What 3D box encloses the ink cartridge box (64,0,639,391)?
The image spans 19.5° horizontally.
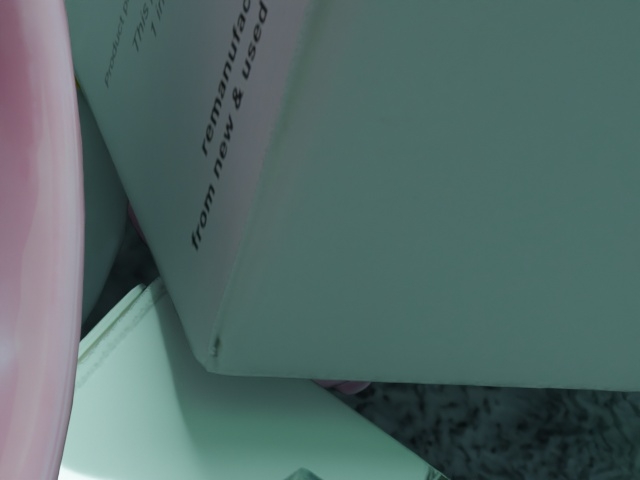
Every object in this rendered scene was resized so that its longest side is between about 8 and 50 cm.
[{"bbox_3d":[0.057,-0.133,0.601,0.285,0.166,0.395,4,33,-25],"label":"ink cartridge box"}]

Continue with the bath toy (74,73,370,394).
[{"bbox_3d":[0.000,0.000,0.643,0.348,0.151,0.129,-4,92,-32],"label":"bath toy"}]

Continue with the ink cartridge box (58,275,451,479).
[{"bbox_3d":[-0.003,0.135,0.491,0.218,0.158,0.092,37,43,4],"label":"ink cartridge box"}]

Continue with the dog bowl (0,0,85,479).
[{"bbox_3d":[-0.189,-0.025,0.293,0.408,0.150,0.408,31,55,-57],"label":"dog bowl"}]
